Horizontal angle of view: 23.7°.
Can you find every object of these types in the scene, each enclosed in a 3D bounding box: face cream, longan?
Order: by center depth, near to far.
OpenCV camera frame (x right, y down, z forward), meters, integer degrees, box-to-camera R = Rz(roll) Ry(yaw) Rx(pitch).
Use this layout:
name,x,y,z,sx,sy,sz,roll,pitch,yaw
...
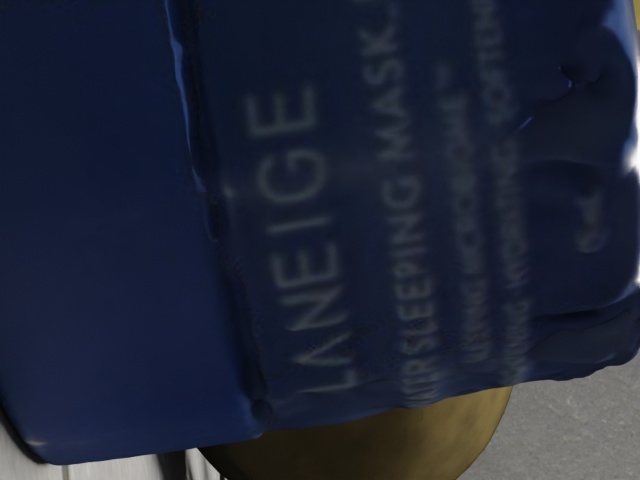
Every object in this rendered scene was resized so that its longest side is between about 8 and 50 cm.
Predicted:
name,x,y,z,sx,sy,sz,roll,pitch,yaw
face cream,-0.010,-0.055,0.565,0.249,0.225,0.249,-11,90,-90
longan,0.011,0.050,0.945,0.248,0.248,0.248,171,-90,-90

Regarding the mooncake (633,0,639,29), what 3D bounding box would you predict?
name,x,y,z,sx,sy,sz,roll,pitch,yaw
mooncake,0.041,-0.267,0.937,0.246,0.394,0.393,78,16,-56
